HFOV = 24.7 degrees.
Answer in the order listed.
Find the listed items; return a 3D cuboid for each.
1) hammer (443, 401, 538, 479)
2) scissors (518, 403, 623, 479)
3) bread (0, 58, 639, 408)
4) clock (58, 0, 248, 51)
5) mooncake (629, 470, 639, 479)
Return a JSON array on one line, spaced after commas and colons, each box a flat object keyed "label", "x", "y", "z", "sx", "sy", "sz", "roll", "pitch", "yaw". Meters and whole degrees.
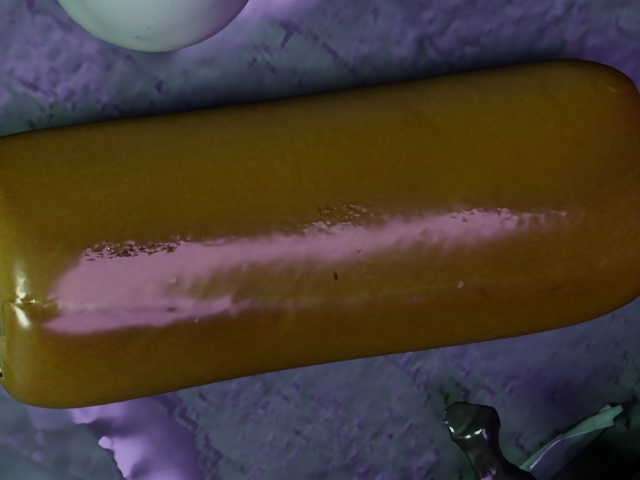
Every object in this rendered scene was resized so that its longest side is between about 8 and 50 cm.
[{"label": "hammer", "x": -0.041, "y": 0.173, "z": 0.531, "sx": 0.297, "sy": 0.027, "sz": 0.125, "roll": -28, "pitch": 110, "yaw": -10}, {"label": "scissors", "x": 0.016, "y": 0.145, "z": 0.565, "sx": 0.248, "sy": 0.017, "sz": 0.144, "roll": -21, "pitch": 114, "yaw": -11}, {"label": "bread", "x": 0.000, "y": 0.000, "z": 0.478, "sx": 0.239, "sy": 0.074, "sz": 0.092, "roll": -9, "pitch": 116, "yaw": -14}, {"label": "clock", "x": -0.033, "y": -0.148, "z": 0.407, "sx": 0.162, "sy": 0.093, "sz": 0.166, "roll": -30, "pitch": 115, "yaw": -2}, {"label": "mooncake", "x": 0.223, "y": 0.154, "z": 0.563, "sx": 0.283, "sy": 0.141, "sz": 0.283, "roll": -7, "pitch": 108, "yaw": -20}]
